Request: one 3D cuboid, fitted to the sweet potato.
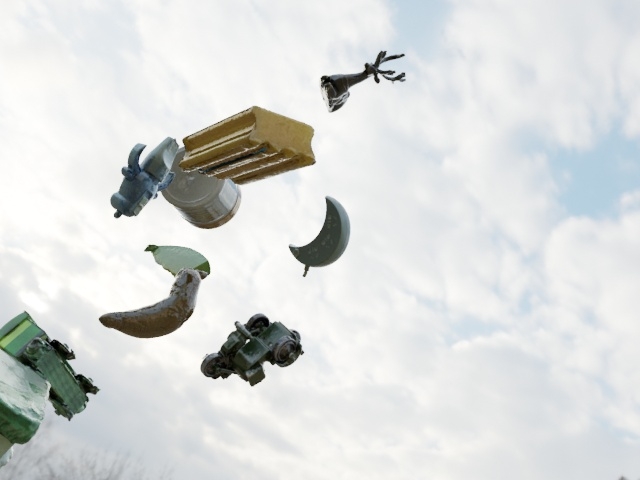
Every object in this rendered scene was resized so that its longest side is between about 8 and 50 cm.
[{"bbox_3d":[-0.381,0.165,1.600,0.124,0.310,0.098,51,-36,7],"label":"sweet potato"}]

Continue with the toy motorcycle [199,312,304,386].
[{"bbox_3d":[-0.185,0.321,1.823,0.205,0.275,0.127,35,-20,39],"label":"toy motorcycle"}]

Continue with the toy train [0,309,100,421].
[{"bbox_3d":[-0.696,0.328,1.666,0.202,0.120,0.300,27,-34,29],"label":"toy train"}]

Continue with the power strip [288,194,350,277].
[{"bbox_3d":[0.000,0.000,1.982,0.054,0.253,0.167,10,32,-50],"label":"power strip"}]

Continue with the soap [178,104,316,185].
[{"bbox_3d":[-0.182,-0.222,1.592,0.204,0.096,0.325,14,-15,-40],"label":"soap"}]

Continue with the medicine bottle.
[{"bbox_3d":[-0.412,-0.181,2.247,0.238,0.237,0.232,18,-13,13],"label":"medicine bottle"}]

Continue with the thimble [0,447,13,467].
[{"bbox_3d":[-1.035,0.622,1.922,0.185,0.211,0.149,-2,-68,39],"label":"thimble"}]

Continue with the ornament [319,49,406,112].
[{"bbox_3d":[0.119,-0.428,1.758,0.202,0.236,0.080,70,-2,-82],"label":"ornament"}]

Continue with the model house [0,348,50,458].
[{"bbox_3d":[-0.745,0.408,1.340,0.194,0.325,0.267,41,-6,-20],"label":"model house"}]

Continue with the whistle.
[{"bbox_3d":[-0.476,-0.169,1.768,0.093,0.269,0.180,27,-14,26],"label":"whistle"}]

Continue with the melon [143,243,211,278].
[{"bbox_3d":[-0.437,0.064,1.955,0.262,0.114,0.053,19,-38,36],"label":"melon"}]
